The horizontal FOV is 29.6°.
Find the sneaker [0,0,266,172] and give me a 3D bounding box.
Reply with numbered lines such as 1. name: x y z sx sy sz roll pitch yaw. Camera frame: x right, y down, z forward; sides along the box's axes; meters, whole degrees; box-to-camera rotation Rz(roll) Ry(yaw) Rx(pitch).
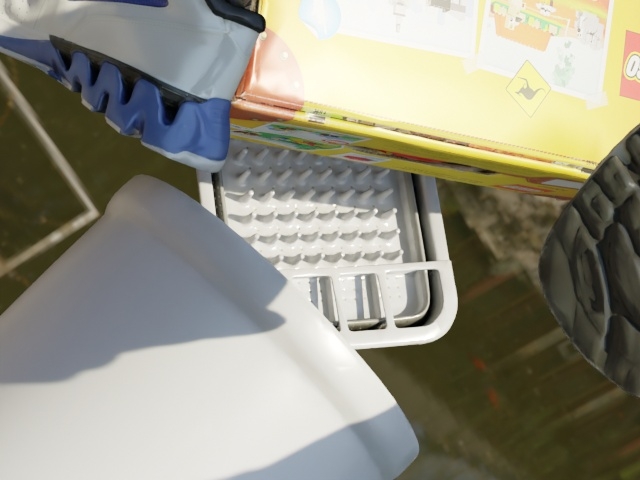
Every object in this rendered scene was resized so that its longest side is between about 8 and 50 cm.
1. sneaker: -0.163 -0.204 0.938 0.315 0.182 0.127 32 8 15

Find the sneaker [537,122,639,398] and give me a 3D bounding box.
1. sneaker: 0.279 -0.081 0.619 0.158 0.410 0.182 53 3 5

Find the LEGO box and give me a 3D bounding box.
1. LEGO box: 0.119 -0.258 1.183 0.500 0.193 0.373 9 86 -29

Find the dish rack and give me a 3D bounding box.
1. dish rack: -0.006 -0.036 1.344 0.285 0.072 0.333 -2 76 -23

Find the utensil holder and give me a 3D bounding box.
1. utensil holder: -0.167 0.197 0.952 0.327 0.385 0.327 40 -15 13
